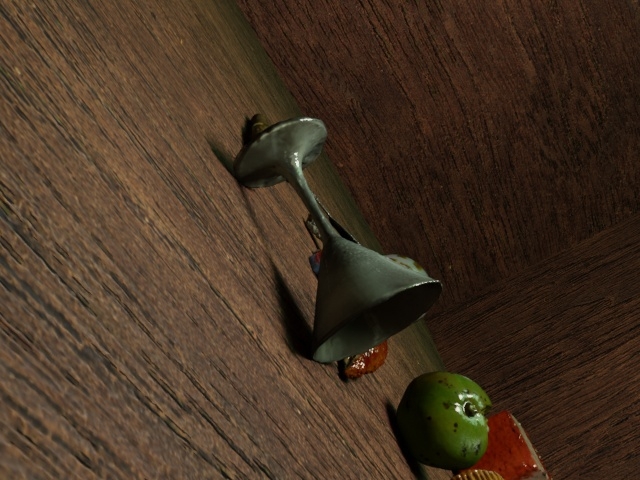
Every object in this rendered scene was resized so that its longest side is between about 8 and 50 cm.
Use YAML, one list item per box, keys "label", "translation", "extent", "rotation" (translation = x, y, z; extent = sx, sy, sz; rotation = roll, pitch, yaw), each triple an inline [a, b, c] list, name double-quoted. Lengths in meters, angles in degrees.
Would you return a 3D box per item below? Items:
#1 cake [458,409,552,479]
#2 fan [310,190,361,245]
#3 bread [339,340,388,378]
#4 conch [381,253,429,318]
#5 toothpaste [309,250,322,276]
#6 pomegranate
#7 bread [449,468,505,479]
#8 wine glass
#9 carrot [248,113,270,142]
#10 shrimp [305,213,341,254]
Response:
- label: "cake"
  translation: [0.588, 0.753, 2.214]
  extent: [0.319, 0.270, 0.269]
  rotation: [57, 9, -31]
- label: "fan"
  translation: [0.071, -0.030, 2.318]
  extent: [0.294, 0.012, 0.223]
  rotation: [48, -5, 12]
- label: "bread"
  translation: [0.081, 0.213, 1.448]
  extent: [0.139, 0.095, 0.269]
  rotation: [56, 11, 9]
- label: "conch"
  translation: [0.276, 0.177, 2.425]
  extent: [0.249, 0.197, 0.368]
  rotation: [33, -35, 24]
- label: "toothpaste"
  translation: [0.038, 0.111, 1.682]
  extent: [0.193, 0.044, 0.070]
  rotation: [55, 12, -42]
- label: "pomegranate"
  translation: [0.282, 0.439, 1.655]
  extent: [0.236, 0.236, 0.302]
  rotation: [65, -22, 18]
- label: "bread"
  translation: [0.352, 0.604, 1.538]
  extent: [0.199, 0.199, 0.104]
  rotation: [58, 7, -28]
- label: "wine glass"
  translation: [0.015, -0.013, 1.263]
  extent: [0.406, 0.267, 0.267]
  rotation: [62, 7, 20]
- label: "carrot"
  translation: [-0.147, -0.263, 1.689]
  extent: [0.070, 0.070, 0.342]
  rotation: [59, 7, -25]
- label: "shrimp"
  translation: [0.000, 0.000, 1.799]
  extent: [0.161, 0.049, 0.166]
  rotation: [44, 28, 8]
